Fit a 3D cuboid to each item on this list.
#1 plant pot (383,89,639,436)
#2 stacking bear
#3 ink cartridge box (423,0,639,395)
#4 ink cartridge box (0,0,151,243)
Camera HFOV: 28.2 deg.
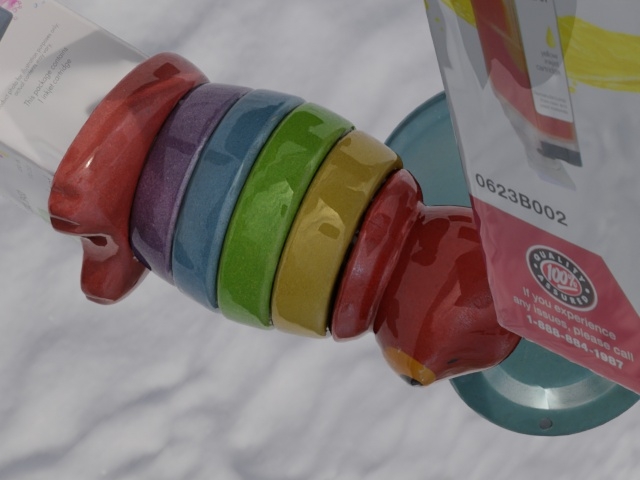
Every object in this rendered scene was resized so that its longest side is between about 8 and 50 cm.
[{"bbox_3d":[0.175,0.024,1.081,0.272,0.271,0.255,-61,-168,21],"label":"plant pot"},{"bbox_3d":[0.000,0.000,0.821,0.175,0.289,0.164,88,28,-64],"label":"stacking bear"},{"bbox_3d":[0.185,-0.099,0.510,0.160,0.279,0.385,-37,130,-24],"label":"ink cartridge box"},{"bbox_3d":[-0.283,-0.136,0.984,0.119,0.353,0.207,-59,179,-15],"label":"ink cartridge box"}]
